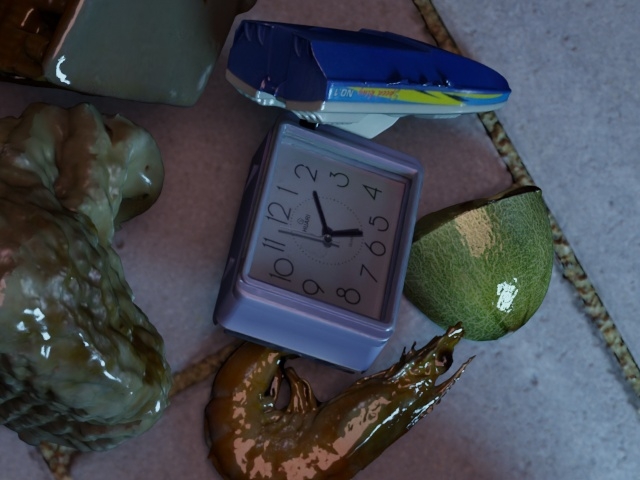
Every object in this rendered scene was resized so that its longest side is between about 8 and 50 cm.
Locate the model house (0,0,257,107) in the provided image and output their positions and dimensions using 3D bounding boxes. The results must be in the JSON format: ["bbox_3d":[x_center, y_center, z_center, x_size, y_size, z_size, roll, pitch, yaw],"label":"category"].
[{"bbox_3d":[-0.201,-0.209,1.386,0.229,0.219,0.199,14,85,33],"label":"model house"}]

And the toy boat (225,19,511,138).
[{"bbox_3d":[0.065,-0.134,1.446,0.295,0.129,0.088,-1,107,-44],"label":"toy boat"}]

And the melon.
[{"bbox_3d":[0.154,0.021,1.490,0.160,0.079,0.128,-23,86,-17],"label":"melon"}]

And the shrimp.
[{"bbox_3d":[0.015,0.133,1.448,0.248,0.068,0.150,-24,82,-12],"label":"shrimp"}]

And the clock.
[{"bbox_3d":[-0.001,0.000,1.427,0.144,0.073,0.193,19,57,-11],"label":"clock"}]

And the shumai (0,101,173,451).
[{"bbox_3d":[-0.212,-0.001,1.294,0.267,0.314,0.262,20,72,2],"label":"shumai"}]
